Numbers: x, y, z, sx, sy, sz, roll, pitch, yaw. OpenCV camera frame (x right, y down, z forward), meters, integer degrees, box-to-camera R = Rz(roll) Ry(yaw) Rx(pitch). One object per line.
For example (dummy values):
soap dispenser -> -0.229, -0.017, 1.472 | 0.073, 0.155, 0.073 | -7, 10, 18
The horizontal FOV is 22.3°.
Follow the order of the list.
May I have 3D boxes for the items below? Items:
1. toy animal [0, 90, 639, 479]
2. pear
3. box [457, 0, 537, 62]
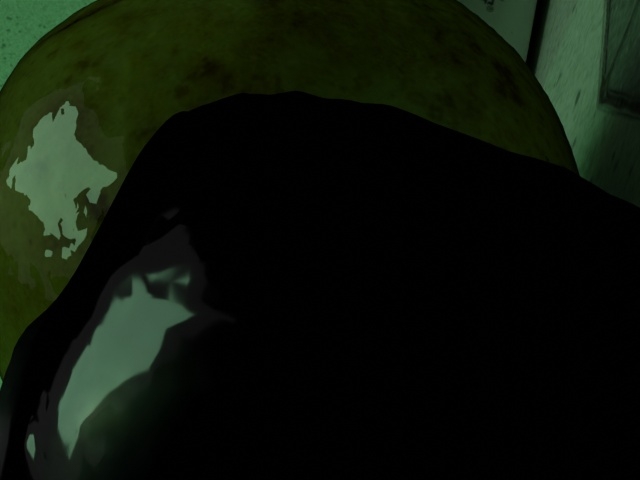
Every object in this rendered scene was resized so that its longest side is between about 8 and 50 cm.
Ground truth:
toy animal -> -0.004, 0.134, 0.497 | 0.251, 0.251, 0.310 | 122, 170, -78
pear -> -0.013, 0.013, 0.757 | 0.304, 0.304, 0.304 | -164, 90, -87
box -> 0.087, -0.152, 1.202 | 0.203, 0.116, 0.274 | 112, 172, -63
